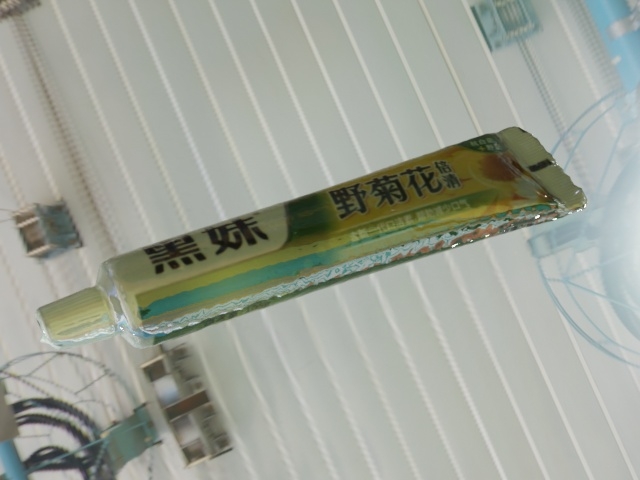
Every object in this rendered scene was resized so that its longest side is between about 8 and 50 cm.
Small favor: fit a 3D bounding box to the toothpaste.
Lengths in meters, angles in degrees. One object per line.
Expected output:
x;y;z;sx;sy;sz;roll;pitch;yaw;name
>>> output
0.000;0.000;0.419;0.204;0.031;0.049;-18;-128;-22;toothpaste
